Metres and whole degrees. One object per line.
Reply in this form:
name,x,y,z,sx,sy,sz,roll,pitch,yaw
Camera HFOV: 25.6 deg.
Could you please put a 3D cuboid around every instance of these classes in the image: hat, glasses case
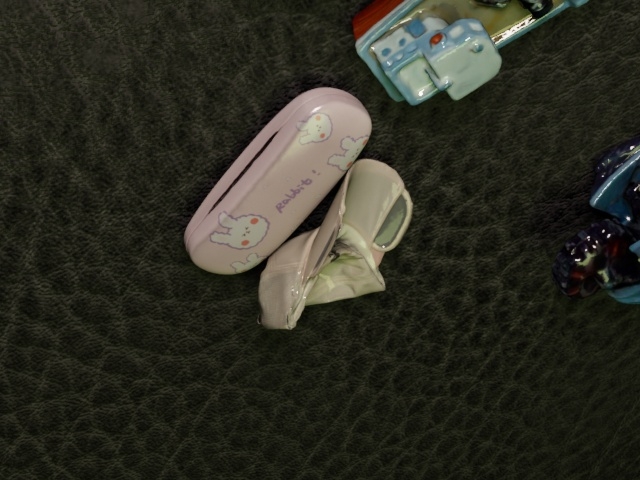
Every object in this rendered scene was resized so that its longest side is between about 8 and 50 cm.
hat,0.000,0.000,1.814,0.219,0.164,0.226,-16,113,-55
glasses case,-0.055,-0.069,1.734,0.113,0.075,0.297,17,124,-42

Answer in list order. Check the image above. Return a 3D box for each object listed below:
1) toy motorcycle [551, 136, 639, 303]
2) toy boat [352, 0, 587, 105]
toy motorcycle,0.506,-0.054,1.975,0.416,0.172,0.232,-45,142,10
toy boat,0.205,-0.270,1.602,0.331,0.133,0.145,-33,138,9
